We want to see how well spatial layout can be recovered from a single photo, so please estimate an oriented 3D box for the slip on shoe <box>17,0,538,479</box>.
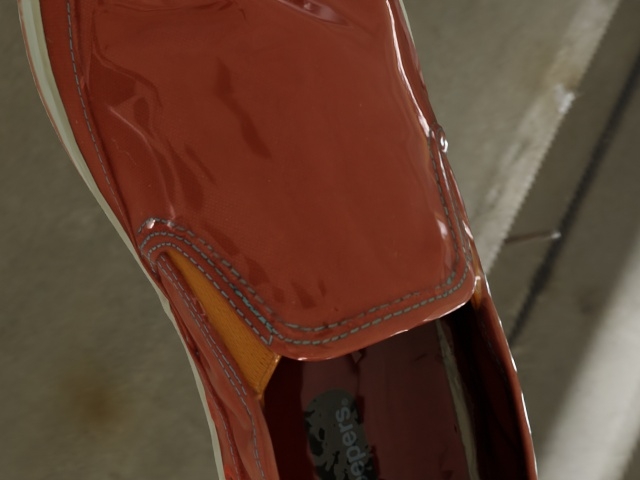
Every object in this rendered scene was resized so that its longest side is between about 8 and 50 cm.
[{"bbox_3d":[0.000,0.000,0.539,0.123,0.101,0.331,-20,-77,-23],"label":"slip on shoe"}]
